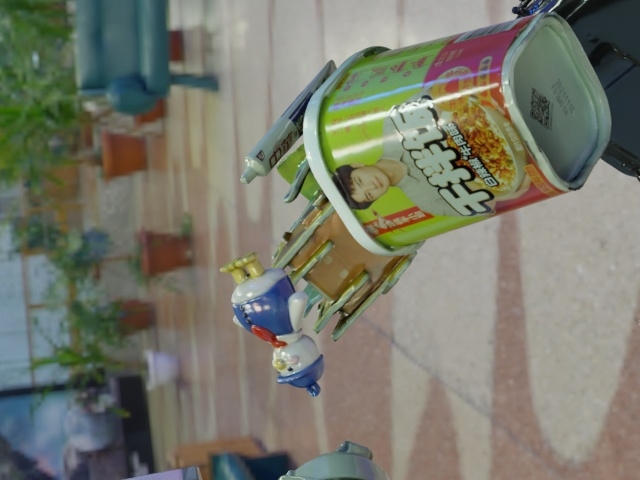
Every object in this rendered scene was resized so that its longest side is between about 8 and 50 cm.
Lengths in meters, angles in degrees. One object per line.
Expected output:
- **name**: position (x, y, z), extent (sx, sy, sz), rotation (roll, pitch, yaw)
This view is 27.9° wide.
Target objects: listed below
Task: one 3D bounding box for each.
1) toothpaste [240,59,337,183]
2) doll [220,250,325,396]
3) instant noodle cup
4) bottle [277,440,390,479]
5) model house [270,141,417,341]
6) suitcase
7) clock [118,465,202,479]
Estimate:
- **toothpaste**: position (-0.040, -0.162, 1.805), extent (0.038, 0.233, 0.060), rotation (22, 150, 31)
- **doll**: position (-0.037, 0.076, 1.135), extent (0.099, 0.058, 0.143), rotation (-17, 105, 47)
- **instant noodle cup**: position (0.185, -0.146, 1.663), extent (0.308, 0.294, 0.293), rotation (-13, 80, 43)
- **bottle**: position (0.041, 0.426, 1.757), extent (0.351, 0.229, 0.229), rotation (-94, 8, -54)
- **model house**: position (0.000, 0.000, 1.952), extent (0.242, 0.313, 0.358), rotation (43, 150, -9)
- **suitcase**: position (0.444, -0.269, 1.794), extent (0.345, 0.339, 0.188), rotation (-41, 25, 55)
- **clock**: position (-0.274, 0.474, 2.173), extent (0.083, 0.186, 0.253), rotation (-102, 3, -47)
